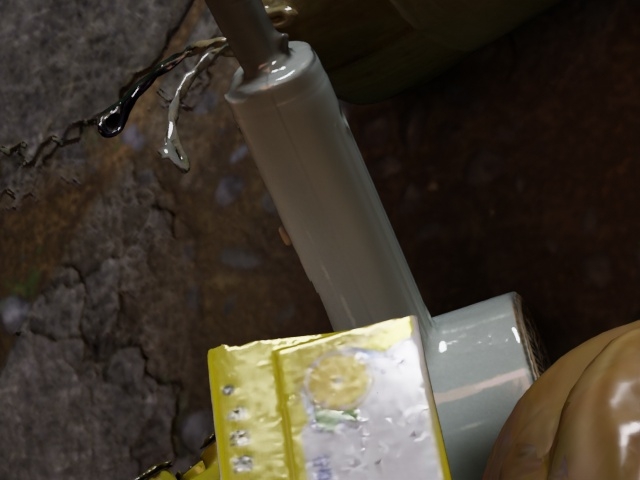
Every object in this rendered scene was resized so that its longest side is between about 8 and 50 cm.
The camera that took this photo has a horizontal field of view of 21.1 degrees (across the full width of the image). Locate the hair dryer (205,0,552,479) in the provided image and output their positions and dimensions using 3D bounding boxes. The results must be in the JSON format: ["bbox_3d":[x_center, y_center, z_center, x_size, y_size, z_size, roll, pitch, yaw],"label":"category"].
[{"bbox_3d":[0.000,0.000,0.885,0.173,0.107,0.357,-19,116,9],"label":"hair dryer"}]

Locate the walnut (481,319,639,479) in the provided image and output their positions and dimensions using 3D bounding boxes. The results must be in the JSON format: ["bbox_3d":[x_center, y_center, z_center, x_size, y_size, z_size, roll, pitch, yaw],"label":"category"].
[{"bbox_3d":[0.229,0.181,0.753,0.306,0.306,0.343,-22,72,27],"label":"walnut"}]

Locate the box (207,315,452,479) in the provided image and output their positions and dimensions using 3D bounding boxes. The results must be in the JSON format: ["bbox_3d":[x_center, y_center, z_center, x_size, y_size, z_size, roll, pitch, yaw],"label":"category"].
[{"bbox_3d":[0.026,0.176,0.806,0.097,0.265,0.168,-12,51,3],"label":"box"}]

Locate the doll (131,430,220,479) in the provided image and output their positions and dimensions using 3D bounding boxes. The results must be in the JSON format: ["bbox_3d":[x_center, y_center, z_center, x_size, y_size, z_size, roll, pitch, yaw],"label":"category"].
[{"bbox_3d":[-0.041,0.227,1.007,0.221,0.135,0.143,56,144,16],"label":"doll"}]

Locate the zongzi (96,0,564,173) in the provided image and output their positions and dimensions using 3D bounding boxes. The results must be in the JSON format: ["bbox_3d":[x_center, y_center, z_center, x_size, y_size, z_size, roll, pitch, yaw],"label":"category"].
[{"bbox_3d":[0.053,-0.265,0.978,0.447,0.181,0.418,-30,55,30],"label":"zongzi"}]
